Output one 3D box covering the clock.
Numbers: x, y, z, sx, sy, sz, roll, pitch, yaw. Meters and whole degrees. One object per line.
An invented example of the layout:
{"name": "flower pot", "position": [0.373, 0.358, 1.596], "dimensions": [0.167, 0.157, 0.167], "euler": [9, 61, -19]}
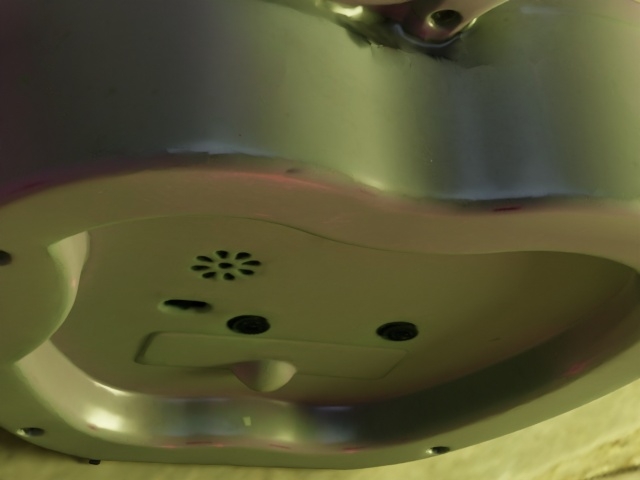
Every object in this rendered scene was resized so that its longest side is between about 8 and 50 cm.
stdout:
{"name": "clock", "position": [0.000, 0.000, 0.542], "dimensions": [0.339, 0.338, 0.102], "euler": [5, 61, -18]}
